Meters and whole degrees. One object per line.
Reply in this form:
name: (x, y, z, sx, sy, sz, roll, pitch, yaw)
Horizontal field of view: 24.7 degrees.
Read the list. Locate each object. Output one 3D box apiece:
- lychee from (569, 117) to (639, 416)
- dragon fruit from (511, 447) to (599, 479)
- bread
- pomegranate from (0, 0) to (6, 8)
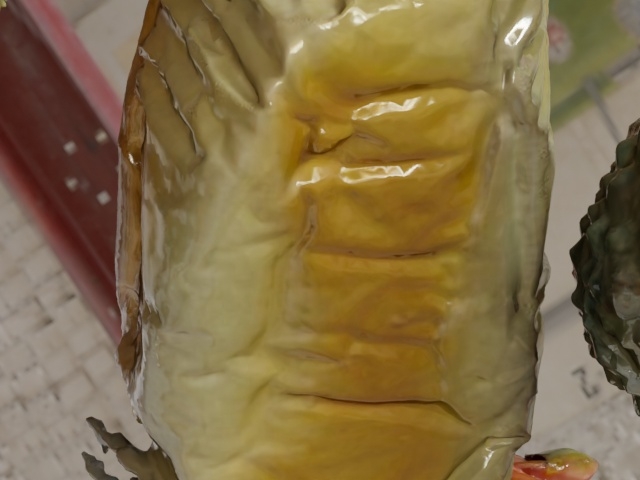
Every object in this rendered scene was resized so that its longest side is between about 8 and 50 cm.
lychee: (0.253, -0.012, 0.706, 0.274, 0.255, 0.255, -15, 179, -5)
dragon fruit: (0.105, 0.232, 1.019, 0.227, 0.224, 0.224, 18, -144, 36)
bread: (0.012, 0.001, 0.747, 0.236, 0.388, 0.183, 0, -148, -20)
pomegranate: (-0.249, -0.314, 1.136, 0.286, 0.231, 0.231, -52, 180, 1)
